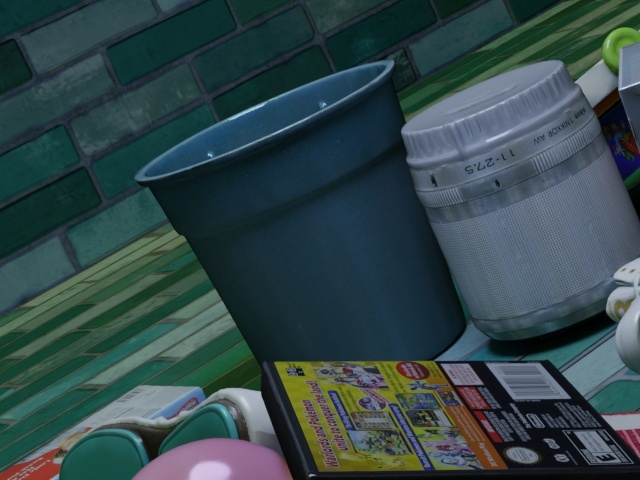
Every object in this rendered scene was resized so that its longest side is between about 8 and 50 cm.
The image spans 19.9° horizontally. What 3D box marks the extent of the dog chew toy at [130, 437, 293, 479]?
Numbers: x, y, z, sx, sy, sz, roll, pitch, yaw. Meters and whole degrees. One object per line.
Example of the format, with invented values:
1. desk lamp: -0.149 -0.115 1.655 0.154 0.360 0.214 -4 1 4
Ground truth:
1. dog chew toy: 0.004 0.250 1.424 0.332 0.207 0.206 -6 13 6

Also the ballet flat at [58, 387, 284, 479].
1. ballet flat: -0.119 0.220 1.770 0.139 0.139 0.400 -32 3 -35

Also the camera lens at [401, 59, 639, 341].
1. camera lens: 0.234 -0.039 2.051 0.219 0.274 0.219 -23 11 5

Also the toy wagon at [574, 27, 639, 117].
1. toy wagon: 0.339 -0.186 2.282 0.344 0.068 0.267 -39 -4 -12

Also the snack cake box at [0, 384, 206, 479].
1. snack cake box: -0.259 0.270 2.137 0.264 0.089 0.152 -31 15 -31

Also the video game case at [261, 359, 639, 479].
1. video game case: 0.092 0.146 1.401 0.248 0.035 0.275 0 13 -9

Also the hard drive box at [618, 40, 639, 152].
1. hard drive box: 0.379 -0.111 1.887 0.089 0.181 0.232 -18 11 14

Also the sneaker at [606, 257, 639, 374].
1. sneaker: 0.337 0.076 1.778 0.169 0.108 0.292 -15 4 45

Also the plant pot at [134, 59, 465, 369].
1. plant pot: 0.000 0.000 2.212 0.341 0.334 0.341 -24 11 5

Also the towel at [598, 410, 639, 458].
1. towel: 0.274 0.186 1.378 0.237 0.037 0.329 -3 14 6

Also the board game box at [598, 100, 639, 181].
1. board game box: 0.408 -0.140 2.379 0.347 0.078 0.233 -38 -5 -33
